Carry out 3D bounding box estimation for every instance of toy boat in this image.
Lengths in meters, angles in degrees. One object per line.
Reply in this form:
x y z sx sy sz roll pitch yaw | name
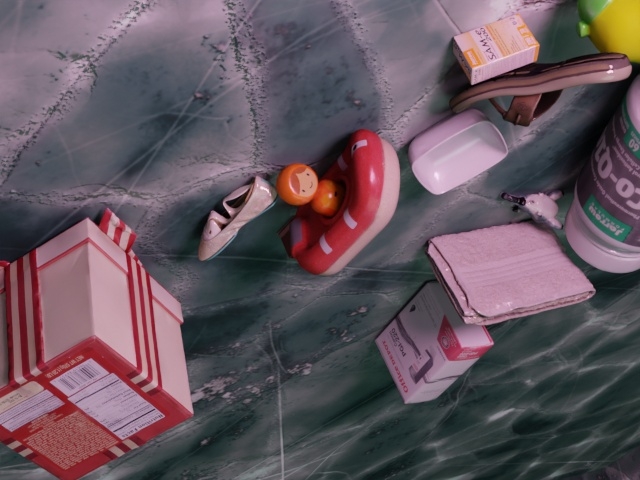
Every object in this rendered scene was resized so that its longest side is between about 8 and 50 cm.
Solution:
0.007 -0.065 1.477 0.151 0.151 0.231 22 131 -27 | toy boat

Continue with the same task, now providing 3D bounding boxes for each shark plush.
0.376 -0.052 1.857 0.161 0.073 0.067 0 174 -45 | shark plush

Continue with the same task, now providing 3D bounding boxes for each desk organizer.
0.000 0.000 1.657 0.130 0.050 0.047 5 140 -43 | desk organizer

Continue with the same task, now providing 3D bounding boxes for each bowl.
0.202 -0.141 1.569 0.142 0.053 0.142 -31 152 12 | bowl

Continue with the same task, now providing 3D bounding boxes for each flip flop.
0.291 -0.195 1.394 0.277 0.080 0.112 -4 -160 43 | flip flop

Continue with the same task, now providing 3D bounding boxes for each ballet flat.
-0.133 -0.036 1.509 0.168 0.057 0.052 -40 120 21 | ballet flat

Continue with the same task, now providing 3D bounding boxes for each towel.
0.339 0.051 1.862 0.282 0.187 0.049 -11 145 -25 | towel

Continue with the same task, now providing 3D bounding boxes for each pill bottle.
0.549 -0.109 1.730 0.204 0.204 0.361 -14 150 -18 | pill bottle

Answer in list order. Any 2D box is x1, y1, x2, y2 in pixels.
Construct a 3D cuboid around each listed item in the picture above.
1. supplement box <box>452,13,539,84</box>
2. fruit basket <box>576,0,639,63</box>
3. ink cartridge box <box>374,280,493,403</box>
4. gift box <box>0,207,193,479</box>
0.234 -0.257 1.386 0.098 0.062 0.036 -21 153 -7 | supplement box
0.539 -0.330 1.372 0.392 0.283 0.392 19 153 10 | fruit basket
0.220 0.202 2.054 0.092 0.159 0.218 -4 146 -35 | ink cartridge box
-0.337 0.127 1.416 0.255 0.258 0.276 -26 132 8 | gift box
